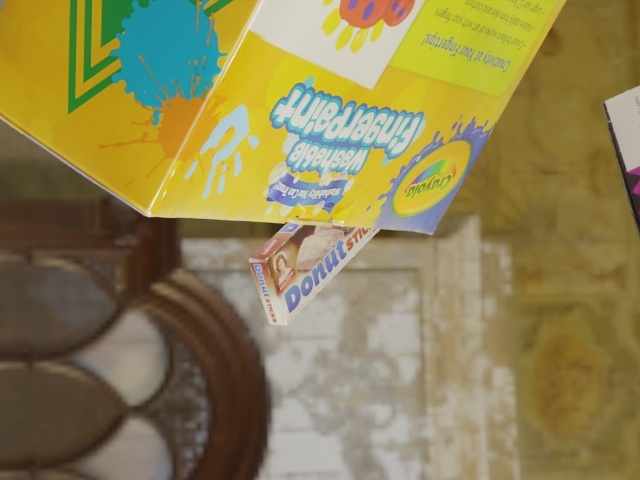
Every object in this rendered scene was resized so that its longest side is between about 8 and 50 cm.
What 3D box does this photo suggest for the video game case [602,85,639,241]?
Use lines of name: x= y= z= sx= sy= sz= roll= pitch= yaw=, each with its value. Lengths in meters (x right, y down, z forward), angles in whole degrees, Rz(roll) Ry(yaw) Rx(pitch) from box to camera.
video game case: x=0.254 y=0.039 z=0.996 sx=0.042 sy=0.232 sz=0.210 roll=-25 pitch=-121 yaw=23

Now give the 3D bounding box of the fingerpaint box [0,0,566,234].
fingerpaint box: x=0.022 y=-0.202 z=1.098 sx=0.163 sy=0.445 sz=0.371 roll=33 pitch=-77 yaw=22

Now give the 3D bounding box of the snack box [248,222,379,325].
snack box: x=0.000 y=0.000 z=1.441 sx=0.022 sy=0.178 sz=0.064 roll=2 pitch=-59 yaw=34
